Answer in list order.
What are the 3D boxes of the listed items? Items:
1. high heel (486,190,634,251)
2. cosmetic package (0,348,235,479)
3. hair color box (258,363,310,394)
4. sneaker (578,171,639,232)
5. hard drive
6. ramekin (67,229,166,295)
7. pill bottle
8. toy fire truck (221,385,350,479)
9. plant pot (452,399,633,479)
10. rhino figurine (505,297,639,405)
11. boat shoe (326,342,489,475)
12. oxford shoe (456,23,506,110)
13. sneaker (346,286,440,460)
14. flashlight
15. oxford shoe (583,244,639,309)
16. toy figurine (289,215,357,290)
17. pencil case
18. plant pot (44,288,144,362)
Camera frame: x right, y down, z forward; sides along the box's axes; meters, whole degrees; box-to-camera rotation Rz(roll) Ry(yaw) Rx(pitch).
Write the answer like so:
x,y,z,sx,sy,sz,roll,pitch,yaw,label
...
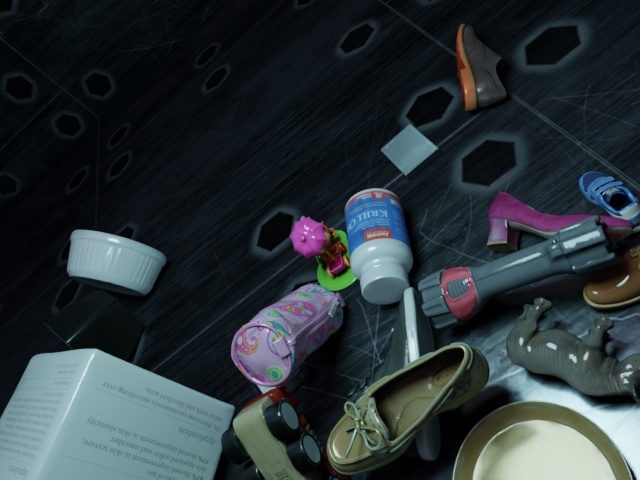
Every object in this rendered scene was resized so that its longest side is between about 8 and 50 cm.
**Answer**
x,y,z,sx,sy,sz,roll,pitch,yaw,label
0.398,-0.046,0.915,0.244,0.082,0.117,-10,60,51,high heel
-0.431,0.450,1.018,0.327,0.329,0.394,-14,49,43,cosmetic package
-0.104,0.255,1.131,0.093,0.053,0.167,-49,41,-3,hair color box
0.476,-0.076,0.885,0.053,0.059,0.144,-38,40,14,sneaker
0.208,-0.208,1.256,0.094,0.022,0.135,-41,40,8,hard drive
-0.595,0.073,1.560,0.273,0.273,0.127,-3,69,40,ramekin
0.117,0.011,1.079,0.124,0.124,0.221,-27,44,23,pill bottle
-0.049,0.352,0.933,0.158,0.217,0.246,-34,0,16,toy fire truck
0.295,0.337,0.729,0.236,0.032,0.236,-23,46,26,plant pot
0.378,0.164,0.767,0.243,0.073,0.106,18,67,46,rhino figurine
0.112,0.241,0.794,0.285,0.089,0.104,-42,53,9,boat shoe
0.367,-0.404,1.241,0.098,0.097,0.271,-6,57,14,oxford shoe
0.116,0.221,0.922,0.147,0.104,0.296,-15,54,26,sneaker
0.310,0.056,0.867,0.304,0.103,0.103,-26,23,32,flashlight
0.479,0.025,0.789,0.212,0.076,0.076,-36,43,16,oxford shoe
0.000,0.000,1.164,0.130,0.159,0.173,-34,41,16,toy figurine
-0.048,0.164,1.002,0.124,0.284,0.124,4,101,22,pencil case
-0.608,0.246,1.494,0.188,0.187,0.167,15,57,47,plant pot
